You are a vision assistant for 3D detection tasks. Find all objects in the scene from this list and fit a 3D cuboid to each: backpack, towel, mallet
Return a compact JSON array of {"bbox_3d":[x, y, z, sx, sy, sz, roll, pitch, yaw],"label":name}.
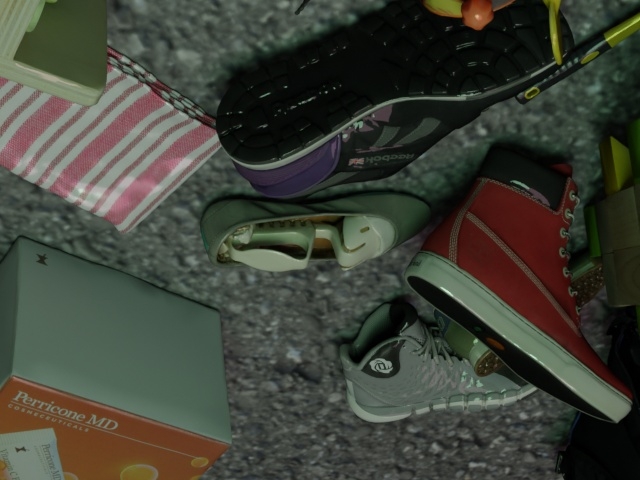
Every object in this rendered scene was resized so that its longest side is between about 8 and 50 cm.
[{"bbox_3d":[0.397,0.238,1.168,0.213,0.263,0.276,-2,132,-10],"label":"backpack"},{"bbox_3d":[-0.189,-0.087,0.906,0.197,0.029,0.144,31,121,-34],"label":"towel"},{"bbox_3d":[0.236,-0.173,0.908,0.190,0.039,0.062,-26,132,19],"label":"mallet"}]

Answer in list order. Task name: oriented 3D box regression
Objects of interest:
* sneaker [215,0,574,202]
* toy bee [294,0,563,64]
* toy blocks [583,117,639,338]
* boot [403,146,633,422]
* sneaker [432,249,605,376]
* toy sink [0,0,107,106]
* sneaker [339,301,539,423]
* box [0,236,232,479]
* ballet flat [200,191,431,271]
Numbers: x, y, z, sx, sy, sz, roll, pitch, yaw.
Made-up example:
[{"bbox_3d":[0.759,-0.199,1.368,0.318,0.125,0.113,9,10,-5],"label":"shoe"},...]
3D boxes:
[{"bbox_3d":[0.063,-0.114,0.903,0.283,0.107,0.124,-18,154,6],"label":"sneaker"},{"bbox_3d":[0.126,-0.194,0.765,0.298,0.162,0.195,-34,122,13],"label":"toy bee"},{"bbox_3d":[0.380,-0.012,0.872,0.261,0.190,0.381,-7,177,1],"label":"toy blocks"},{"bbox_3d":[0.215,0.035,0.992,0.244,0.088,0.176,40,75,-12],"label":"boot"},{"bbox_3d":[0.193,0.048,1.082,0.192,0.086,0.064,-33,146,-23],"label":"sneaker"},{"bbox_3d":[-0.221,-0.209,0.698,0.234,0.152,0.131,20,126,-26],"label":"toy sink"},{"bbox_3d":[0.126,0.108,1.117,0.229,0.086,0.132,-16,132,5],"label":"sneaker"},{"bbox_3d":[-0.269,0.195,1.061,0.215,0.168,0.345,23,124,-29],"label":"box"},{"bbox_3d":[0.000,0.000,0.998,0.213,0.068,0.072,-1,133,-11],"label":"ballet flat"}]
